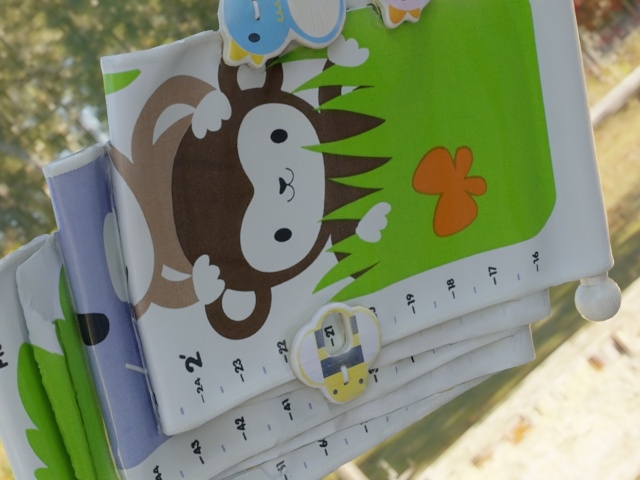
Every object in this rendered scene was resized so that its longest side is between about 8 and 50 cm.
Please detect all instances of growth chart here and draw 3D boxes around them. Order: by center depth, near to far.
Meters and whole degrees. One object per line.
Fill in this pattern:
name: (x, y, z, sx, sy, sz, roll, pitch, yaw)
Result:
growth chart: (0.000, 0.000, 0.408, 0.237, 0.172, 0.021, -30, 23, -24)
